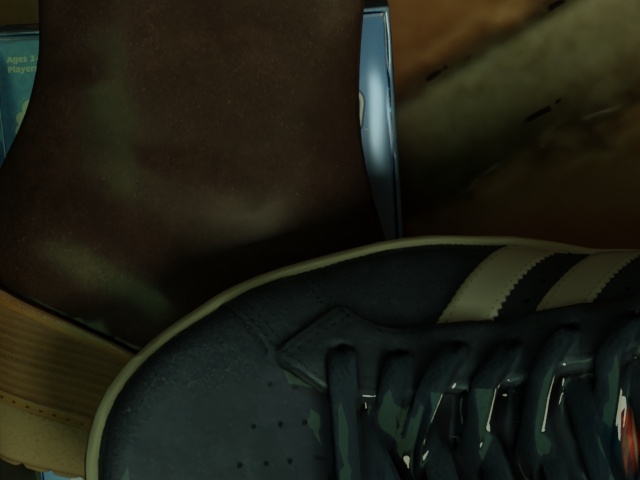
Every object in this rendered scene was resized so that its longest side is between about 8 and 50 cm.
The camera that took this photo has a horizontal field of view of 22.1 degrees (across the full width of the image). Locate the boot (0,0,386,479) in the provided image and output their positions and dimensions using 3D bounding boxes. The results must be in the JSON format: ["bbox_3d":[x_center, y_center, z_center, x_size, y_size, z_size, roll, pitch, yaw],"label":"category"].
[{"bbox_3d":[0.000,0.000,0.605,0.248,0.090,0.207,10,101,-4],"label":"boot"}]

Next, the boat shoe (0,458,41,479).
[{"bbox_3d":[-0.111,0.177,0.750,0.080,0.073,0.224,-5,103,23],"label":"boat shoe"}]

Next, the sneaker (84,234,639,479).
[{"bbox_3d":[0.101,0.056,0.518,0.350,0.148,0.131,-7,90,-8],"label":"sneaker"}]

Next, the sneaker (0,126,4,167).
[{"bbox_3d":[-0.174,-0.017,0.718,0.209,0.082,0.069,-18,96,23],"label":"sneaker"}]

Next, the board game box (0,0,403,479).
[{"bbox_3d":[-0.044,0.012,0.676,0.160,0.039,0.212,-3,105,4],"label":"board game box"}]
